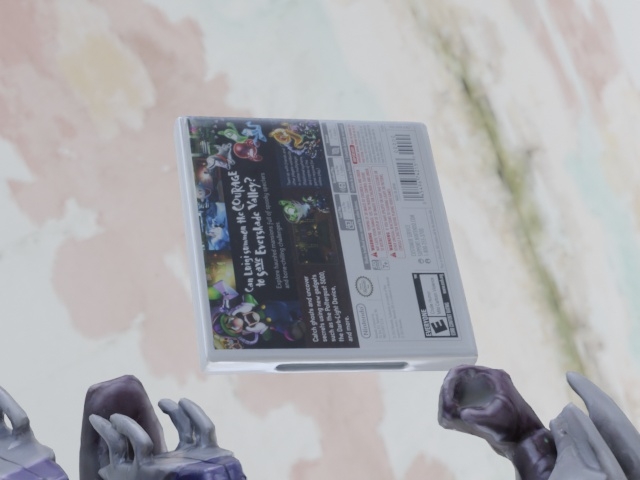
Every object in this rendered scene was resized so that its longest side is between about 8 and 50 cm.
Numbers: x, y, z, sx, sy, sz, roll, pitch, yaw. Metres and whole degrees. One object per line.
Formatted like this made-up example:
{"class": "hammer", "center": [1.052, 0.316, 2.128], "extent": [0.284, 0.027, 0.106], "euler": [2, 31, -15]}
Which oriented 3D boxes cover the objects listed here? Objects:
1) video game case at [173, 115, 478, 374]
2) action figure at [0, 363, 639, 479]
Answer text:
{"class": "video game case", "center": [0.000, 0.000, 1.013], "extent": [0.173, 0.022, 0.190], "euler": [1, -125, -15]}
{"class": "action figure", "center": [-0.020, 0.085, 0.381], "extent": [0.185, 0.285, 0.099], "euler": [-8, -82, -33]}
